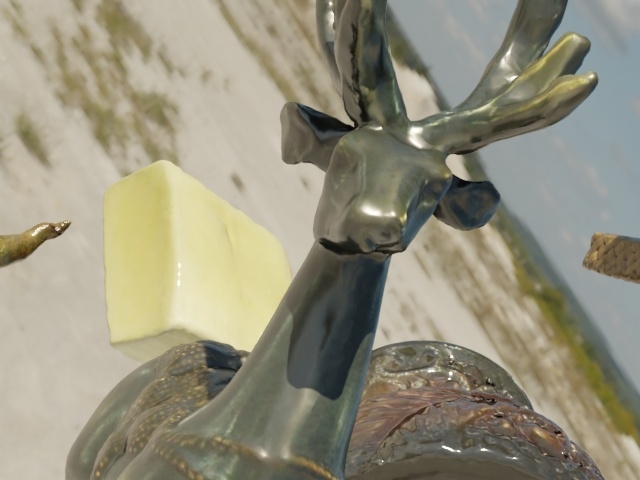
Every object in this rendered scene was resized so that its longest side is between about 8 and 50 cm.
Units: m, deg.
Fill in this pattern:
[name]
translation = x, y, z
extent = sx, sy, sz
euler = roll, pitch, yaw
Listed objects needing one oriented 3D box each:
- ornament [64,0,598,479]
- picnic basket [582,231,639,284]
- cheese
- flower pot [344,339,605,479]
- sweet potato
[ornament]
translation = 0.000, 0.000, 0.405
extent = 0.080, 0.236, 0.202
euler = 23, 0, -11
[picnic basket]
translation = 0.401, 0.030, 1.584
extent = 0.110, 0.055, 0.193
euler = 9, 3, -33
[cheese]
translation = -0.145, 0.063, 1.687
extent = 0.265, 0.124, 0.242
euler = 37, 33, -49
[flower pot]
translation = 0.080, 0.205, 0.961
extent = 0.266, 0.266, 0.267
euler = 57, 11, -14
[sweet potato]
translation = -0.333, 0.007, 1.464
extent = 0.153, 0.041, 0.038
euler = -21, 86, -53
